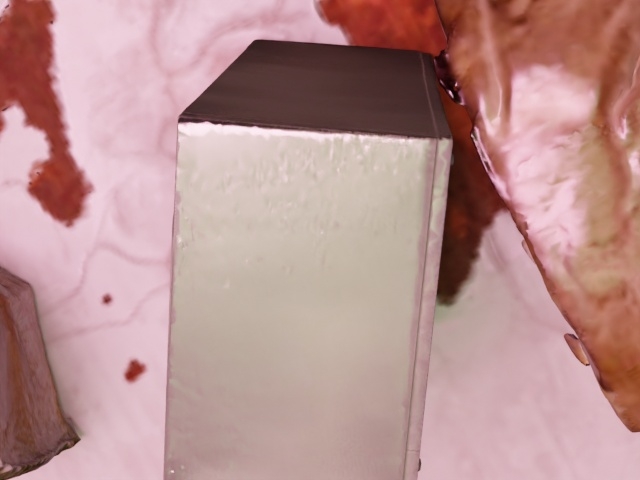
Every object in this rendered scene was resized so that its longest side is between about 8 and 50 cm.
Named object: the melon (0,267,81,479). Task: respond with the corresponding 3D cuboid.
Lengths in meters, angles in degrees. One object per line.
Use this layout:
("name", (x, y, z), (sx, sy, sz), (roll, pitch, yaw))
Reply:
("melon", (-0.159, 0.062, 0.641), (0.139, 0.202, 0.093), (38, 84, -40))

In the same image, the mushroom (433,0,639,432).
("mushroom", (0.125, -0.082, 0.532), (0.151, 0.156, 0.285), (-22, 73, 15))

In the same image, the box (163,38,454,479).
("box", (0.000, 0.000, 0.549), (0.086, 0.225, 0.129), (4, 105, 2))
